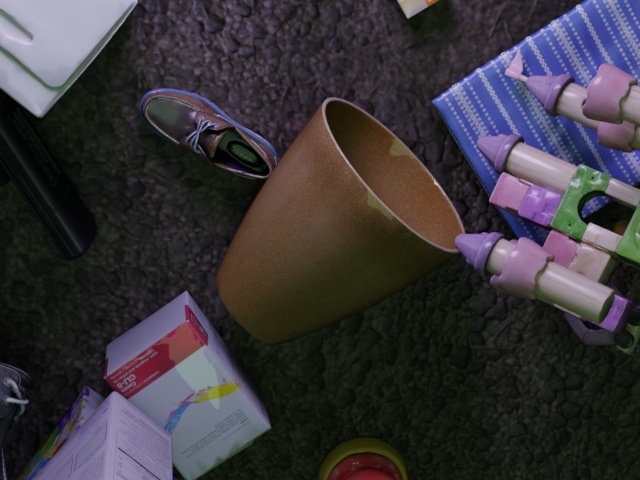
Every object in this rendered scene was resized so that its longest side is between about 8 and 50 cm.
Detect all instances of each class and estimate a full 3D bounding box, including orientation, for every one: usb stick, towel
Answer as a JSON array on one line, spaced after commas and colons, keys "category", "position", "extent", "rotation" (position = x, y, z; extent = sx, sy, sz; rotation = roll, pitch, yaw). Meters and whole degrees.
[{"category": "usb stick", "position": [-0.344, -0.096, 1.731], "extent": [0.045, 0.077, 0.278], "rotation": [-16, 123, 20]}, {"category": "towel", "position": [0.340, -0.164, 1.846], "extent": [0.336, 0.040, 0.243], "rotation": [-32, 105, 2]}]

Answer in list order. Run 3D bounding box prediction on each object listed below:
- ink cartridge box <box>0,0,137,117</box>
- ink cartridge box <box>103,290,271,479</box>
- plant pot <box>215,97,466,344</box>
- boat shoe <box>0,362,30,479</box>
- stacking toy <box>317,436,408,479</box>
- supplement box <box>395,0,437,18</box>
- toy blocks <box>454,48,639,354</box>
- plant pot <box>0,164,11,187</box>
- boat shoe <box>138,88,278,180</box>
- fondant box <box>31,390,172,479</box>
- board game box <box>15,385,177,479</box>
[{"category": "ink cartridge box", "position": [-0.315, -0.265, 1.637], "extent": [0.171, 0.232, 0.168], "rotation": [39, 97, -15]}, {"category": "ink cartridge box", "position": [-0.163, 0.180, 1.825], "extent": [0.127, 0.128, 0.176], "rotation": [-35, 105, 3]}, {"category": "plant pot", "position": [0.000, 0.000, 1.767], "extent": [0.237, 0.237, 0.254], "rotation": [43, 111, -15]}, {"category": "boat shoe", "position": [-0.398, 0.173, 1.731], "extent": [0.119, 0.121, 0.335], "rotation": [-15, 69, -9]}, {"category": "stacking toy", "position": [0.042, 0.446, 1.919], "extent": [0.279, 0.130, 0.309], "rotation": [-31, 106, 1]}, {"category": "supplement box", "position": [0.104, -0.323, 1.776], "extent": [0.062, 0.036, 0.098], "rotation": [-31, 106, 2]}, {"category": "toy blocks", "position": [0.292, -0.050, 1.773], "extent": [0.260, 0.309, 0.288], "rotation": [25, 89, 24]}, {"category": "plant pot", "position": [-0.484, -0.137, 1.690], "extent": [0.165, 0.166, 0.234], "rotation": [-23, 99, -1]}, {"category": "boat shoe", "position": [-0.131, -0.128, 1.781], "extent": [0.183, 0.066, 0.066], "rotation": [24, 100, -12]}, {"category": "fondant box", "position": [-0.269, 0.326, 1.597], "extent": [0.096, 0.330, 0.238], "rotation": [41, 97, -13]}, {"category": "board game box", "position": [-0.315, 0.346, 1.841], "extent": [0.144, 0.142, 0.275], "rotation": [35, 98, -14]}]
